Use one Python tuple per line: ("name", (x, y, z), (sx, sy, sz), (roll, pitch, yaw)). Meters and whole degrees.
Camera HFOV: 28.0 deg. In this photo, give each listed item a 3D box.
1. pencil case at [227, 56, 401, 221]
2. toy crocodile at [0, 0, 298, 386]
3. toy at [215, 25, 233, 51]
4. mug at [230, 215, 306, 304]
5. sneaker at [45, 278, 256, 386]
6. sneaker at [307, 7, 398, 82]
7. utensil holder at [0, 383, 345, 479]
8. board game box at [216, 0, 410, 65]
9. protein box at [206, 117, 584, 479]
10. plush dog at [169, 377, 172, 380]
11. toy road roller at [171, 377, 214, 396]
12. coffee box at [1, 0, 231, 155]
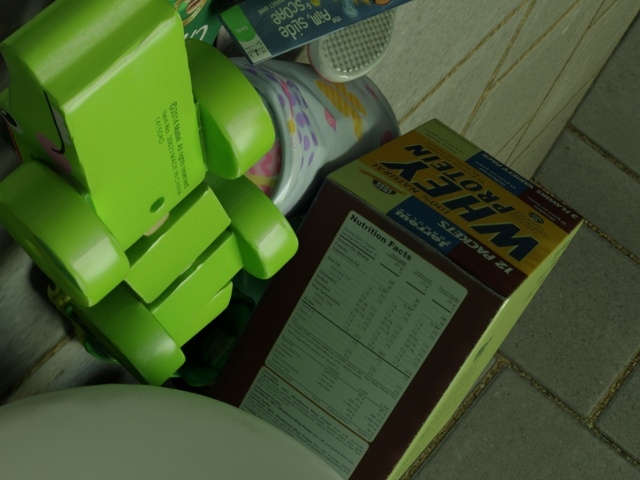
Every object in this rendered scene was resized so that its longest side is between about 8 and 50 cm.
("pencil case", (-0.033, -0.063, 0.866), (0.124, 0.113, 0.273), (-35, 175, 17))
("toy crocodile", (-0.091, -0.019, 0.617), (0.115, 0.105, 0.340), (-45, 162, -14))
("toy", (0.035, -0.209, 0.804), (0.237, 0.056, 0.137), (-47, 168, -23))
("mug", (-0.039, 0.000, 1.071), (0.097, 0.157, 0.129), (-5, 160, -14))
("sneaker", (-0.112, 0.063, 0.927), (0.109, 0.123, 0.295), (-51, 171, -5))
("sneaker", (0.013, -0.143, 0.874), (0.070, 0.051, 0.134), (-31, -154, 45))
("utensil holder", (-0.130, 0.255, 0.744), (0.327, 0.327, 0.385), (-48, -178, -19))
("board game box", (0.056, -0.162, 0.631), (0.201, 0.035, 0.136), (-13, -150, 44))
("protein box", (0.053, 0.049, 0.888), (0.201, 0.136, 0.200), (-60, 167, 26))
("plush dog", (-0.133, 0.233, 1.347), (0.225, 0.210, 0.262), (-24, 166, -1))
("toy road roller", (-0.084, 0.234, 1.138), (0.329, 0.240, 0.202), (-41, -159, -19))
("coffee box", (-0.083, -0.121, 0.640), (0.113, 0.040, 0.184), (-36, 162, -56))
